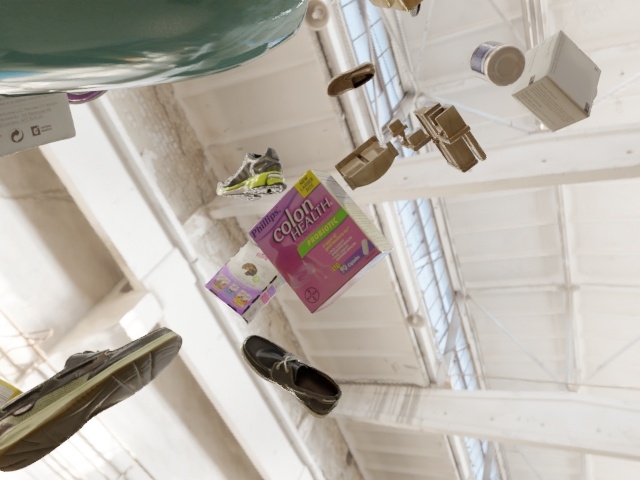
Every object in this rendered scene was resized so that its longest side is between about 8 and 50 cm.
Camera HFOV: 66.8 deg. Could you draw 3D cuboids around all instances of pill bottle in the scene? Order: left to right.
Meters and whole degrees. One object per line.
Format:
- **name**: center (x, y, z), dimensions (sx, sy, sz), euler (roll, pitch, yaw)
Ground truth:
- **pill bottle**: center (0.425, -0.441, 1.197), dimensions (0.094, 0.169, 0.094), euler (-2, -63, -4)

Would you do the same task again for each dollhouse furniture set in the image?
- **dollhouse furniture set**: center (0.178, -0.153, 1.169), dimensions (0.356, 0.303, 0.173), euler (-37, -74, 8)

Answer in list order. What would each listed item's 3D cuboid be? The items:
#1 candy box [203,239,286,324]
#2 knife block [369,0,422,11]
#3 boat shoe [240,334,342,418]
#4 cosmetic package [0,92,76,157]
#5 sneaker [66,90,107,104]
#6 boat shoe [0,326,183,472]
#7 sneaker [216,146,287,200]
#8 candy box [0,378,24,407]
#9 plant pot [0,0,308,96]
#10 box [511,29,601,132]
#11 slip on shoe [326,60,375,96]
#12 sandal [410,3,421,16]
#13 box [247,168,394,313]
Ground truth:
- **candy box**: center (-0.210, 0.118, 1.421), dimensions (0.165, 0.196, 0.070), euler (33, -19, 29)
- **knife block**: center (0.079, -0.454, 0.680), dimensions (0.088, 0.275, 0.242), euler (-36, -61, 9)
- **boat shoe**: center (-0.060, 0.262, 0.990), dimensions (0.233, 0.084, 0.079), euler (34, -42, 10)
- **cosmetic package**: center (-0.441, -0.194, 0.604), dimensions (0.184, 0.151, 0.151), euler (16, -58, 28)
- **sneaker**: center (-0.320, -0.334, 0.760), dimensions (0.152, 0.305, 0.114), euler (30, -29, 37)
- **boat shoe**: center (-0.269, 0.162, 0.561), dimensions (0.073, 0.224, 0.080), euler (41, -34, 22)
- **sneaker**: center (-0.201, -0.188, 1.416), dimensions (0.300, 0.111, 0.121), euler (-6, -100, 46)
- **candy box**: center (-0.503, 0.222, 0.668), dimensions (0.206, 0.105, 0.027), euler (12, -33, 28)
- **plant pot**: center (-0.131, -0.259, 0.370), dimensions (0.236, 0.292, 0.292), euler (-3, -47, -14)
- **box**: center (0.642, -0.428, 1.319), dimensions (0.182, 0.180, 0.119), euler (34, -24, -18)
- **slip on shoe**: center (0.075, -0.392, 1.204), dimensions (0.136, 0.041, 0.051), euler (-22, -39, 18)
- **sandal**: center (0.187, -0.575, 1.069), dimensions (0.040, 0.067, 0.179), euler (-26, -34, 1)
- **box**: center (0.000, 0.000, 1.100), dimensions (0.213, 0.117, 0.243), euler (-43, -104, 19)
